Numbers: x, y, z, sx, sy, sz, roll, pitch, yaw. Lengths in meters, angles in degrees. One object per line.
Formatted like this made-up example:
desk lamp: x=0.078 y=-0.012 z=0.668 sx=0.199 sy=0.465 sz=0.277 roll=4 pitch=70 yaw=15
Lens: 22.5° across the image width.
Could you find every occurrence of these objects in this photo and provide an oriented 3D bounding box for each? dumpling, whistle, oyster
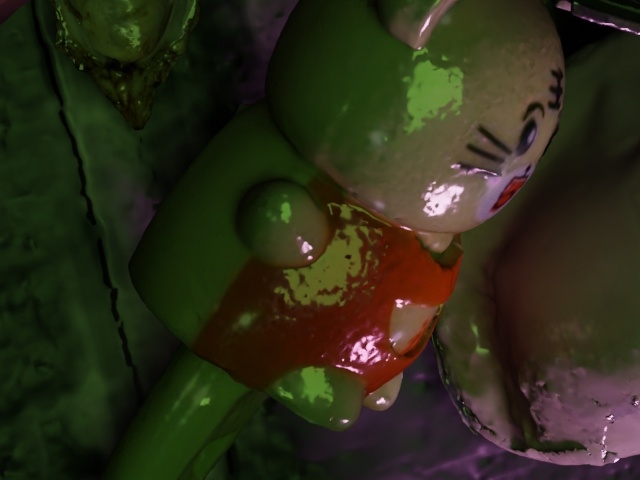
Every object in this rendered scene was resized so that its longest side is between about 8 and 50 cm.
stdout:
dumpling: x=0.147 y=-0.010 z=0.648 sx=0.247 sy=0.142 sz=0.172 roll=-28 pitch=81 yaw=23
whistle: x=0.000 y=0.000 z=0.596 sx=0.106 sy=0.131 sz=0.288 roll=36 pitch=106 yaw=14
oyster: x=-0.083 y=-0.113 z=0.607 sx=0.086 sy=0.029 sz=0.132 roll=14 pitch=97 yaw=-15

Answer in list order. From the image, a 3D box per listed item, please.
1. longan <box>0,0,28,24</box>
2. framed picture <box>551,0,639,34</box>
longan: x=-0.187 y=-0.243 z=0.356 sx=0.436 sy=0.404 sz=0.404 roll=43 pitch=84 yaw=-26
framed picture: x=0.131 y=-0.109 z=0.569 sx=0.197 sy=0.252 sz=0.014 roll=13 pitch=116 yaw=-20
